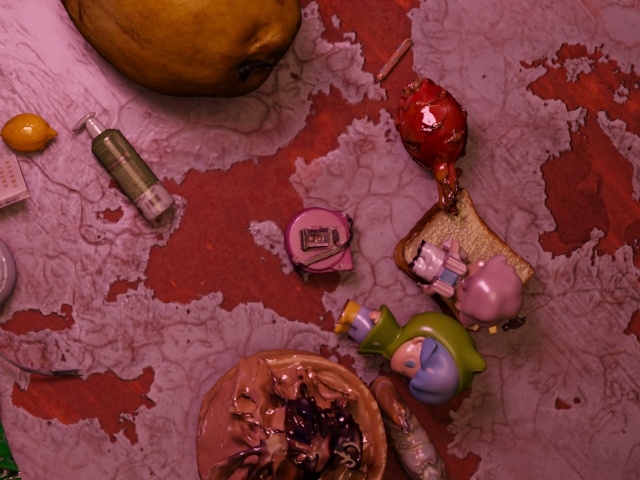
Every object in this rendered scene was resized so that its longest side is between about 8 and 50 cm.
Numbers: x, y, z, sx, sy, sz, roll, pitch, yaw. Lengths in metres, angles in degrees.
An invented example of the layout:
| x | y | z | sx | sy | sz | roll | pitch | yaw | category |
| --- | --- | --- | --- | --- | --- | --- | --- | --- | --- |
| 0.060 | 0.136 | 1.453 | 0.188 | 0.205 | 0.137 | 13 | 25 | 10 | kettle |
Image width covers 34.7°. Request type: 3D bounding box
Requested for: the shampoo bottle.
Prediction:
| x | y | z | sx | sy | sz | roll | pitch | yaw | category |
| --- | --- | --- | --- | --- | --- | --- | --- | --- | --- |
| -0.330 | -0.126 | 1.714 | 0.065 | 0.065 | 0.204 | -39 | 97 | -8 | shampoo bottle |

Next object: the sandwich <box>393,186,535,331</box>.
| x | y | z | sx | sy | sz | roll | pitch | yaw | category |
| --- | --- | --- | --- | --- | --- | --- | --- | --- | --- |
| 0.254 | 0.037 | 1.825 | 0.215 | 0.065 | 0.186 | 45 | 84 | -9 | sandwich |

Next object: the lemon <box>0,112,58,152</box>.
| x | y | z | sx | sy | sz | roll | pitch | yaw | category |
| --- | --- | --- | --- | --- | --- | --- | --- | --- | --- |
| -0.479 | -0.177 | 1.685 | 0.092 | 0.065 | 0.065 | -1 | 91 | -11 | lemon |

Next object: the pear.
| x | y | z | sx | sy | sz | roll | pitch | yaw | category |
| --- | --- | --- | --- | --- | --- | --- | --- | --- | --- |
| -0.220 | -0.410 | 1.596 | 0.413 | 0.352 | 0.352 | 37 | 84 | -1 | pear |

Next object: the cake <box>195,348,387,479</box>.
| x | y | z | sx | sy | sz | roll | pitch | yaw | category |
| --- | --- | --- | --- | --- | --- | --- | --- | --- | --- |
| -0.042 | 0.341 | 1.645 | 0.333 | 0.321 | 0.332 | 0 | 92 | -8 | cake |

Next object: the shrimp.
| x | y | z | sx | sy | sz | roll | pitch | yaw | category |
| --- | --- | --- | --- | --- | --- | --- | --- | --- | --- |
| 0.145 | 0.311 | 1.736 | 0.068 | 0.185 | 0.287 | -27 | 140 | -7 | shrimp |

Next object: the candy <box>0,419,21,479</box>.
| x | y | z | sx | sy | sz | roll | pitch | yaw | category |
| --- | --- | --- | --- | --- | --- | --- | --- | --- | --- |
| -0.579 | 0.316 | 1.667 | 0.141 | 0.078 | 0.203 | -12 | 81 | -21 | candy |

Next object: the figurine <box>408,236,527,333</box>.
| x | y | z | sx | sy | sz | roll | pitch | yaw | category |
| --- | --- | --- | --- | --- | --- | --- | --- | --- | --- |
| 0.261 | 0.076 | 1.744 | 0.229 | 0.112 | 0.137 | 29 | 91 | -1 | figurine |

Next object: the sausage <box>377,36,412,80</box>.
| x | y | z | sx | sy | sz | roll | pitch | yaw | category |
| --- | --- | --- | --- | --- | --- | --- | --- | --- | --- |
| 0.131 | -0.322 | 1.821 | 0.015 | 0.015 | 0.100 | 39 | 84 | -9 | sausage |

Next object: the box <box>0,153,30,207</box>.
| x | y | z | sx | sy | sz | roll | pitch | yaw | category |
| --- | --- | --- | --- | --- | --- | --- | --- | --- | --- |
| -0.563 | -0.077 | 1.663 | 0.167 | 0.024 | 0.090 | -22 | 53 | -10 | box |

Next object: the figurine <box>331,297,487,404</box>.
| x | y | z | sx | sy | sz | roll | pitch | yaw | category |
| --- | --- | --- | --- | --- | --- | --- | --- | --- | --- |
| 0.153 | 0.180 | 1.765 | 0.263 | 0.162 | 0.143 | 25 | 55 | 3 | figurine |

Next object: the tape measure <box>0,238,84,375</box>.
| x | y | z | sx | sy | sz | roll | pitch | yaw | category |
| --- | --- | --- | --- | --- | --- | --- | --- | --- | --- |
| -0.507 | 0.105 | 1.672 | 0.330 | 0.084 | 0.164 | 35 | 89 | -8 | tape measure |

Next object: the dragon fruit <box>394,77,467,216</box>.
| x | y | z | sx | sy | sz | roll | pitch | yaw | category |
| --- | --- | --- | --- | --- | --- | --- | --- | --- | --- |
| 0.201 | -0.159 | 1.771 | 0.125 | 0.125 | 0.246 | -4 | 75 | -40 | dragon fruit |

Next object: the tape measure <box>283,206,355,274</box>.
| x | y | z | sx | sy | sz | roll | pitch | yaw | category |
| --- | --- | --- | --- | --- | --- | --- | --- | --- | --- |
| 0.000 | 0.000 | 1.771 | 0.125 | 0.074 | 0.118 | -8 | 91 | -13 | tape measure |
